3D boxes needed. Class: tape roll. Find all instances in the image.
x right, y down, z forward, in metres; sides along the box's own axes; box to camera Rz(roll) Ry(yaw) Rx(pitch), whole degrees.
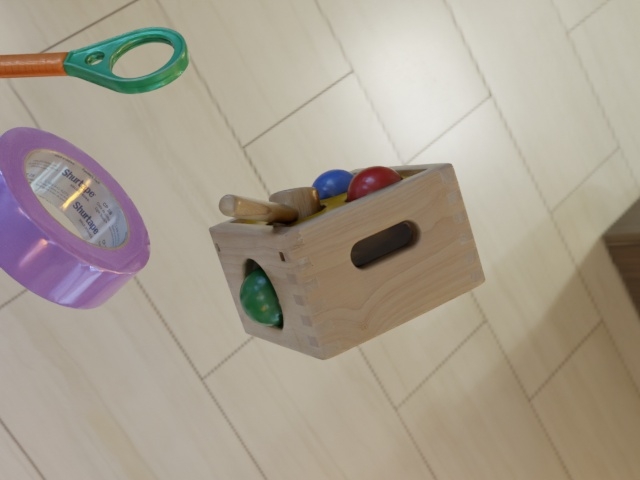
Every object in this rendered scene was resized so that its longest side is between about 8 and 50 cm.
[{"bbox_3d":[-0.381,-0.034,1.356,0.090,0.275,0.275,-41,116,19],"label":"tape roll"}]

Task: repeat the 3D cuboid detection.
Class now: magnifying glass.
[{"bbox_3d":[-0.254,-0.196,1.016,0.026,0.230,0.092,72,23,-47],"label":"magnifying glass"}]

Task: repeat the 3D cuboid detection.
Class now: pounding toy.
[{"bbox_3d":[0.000,0.000,0.518,0.141,0.130,0.100,-23,102,-24],"label":"pounding toy"}]
